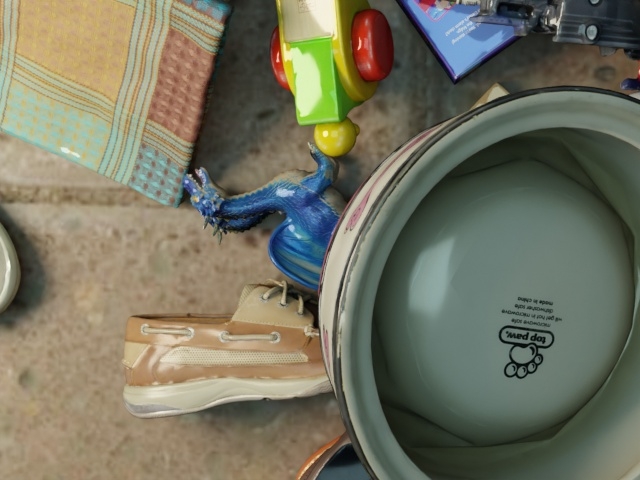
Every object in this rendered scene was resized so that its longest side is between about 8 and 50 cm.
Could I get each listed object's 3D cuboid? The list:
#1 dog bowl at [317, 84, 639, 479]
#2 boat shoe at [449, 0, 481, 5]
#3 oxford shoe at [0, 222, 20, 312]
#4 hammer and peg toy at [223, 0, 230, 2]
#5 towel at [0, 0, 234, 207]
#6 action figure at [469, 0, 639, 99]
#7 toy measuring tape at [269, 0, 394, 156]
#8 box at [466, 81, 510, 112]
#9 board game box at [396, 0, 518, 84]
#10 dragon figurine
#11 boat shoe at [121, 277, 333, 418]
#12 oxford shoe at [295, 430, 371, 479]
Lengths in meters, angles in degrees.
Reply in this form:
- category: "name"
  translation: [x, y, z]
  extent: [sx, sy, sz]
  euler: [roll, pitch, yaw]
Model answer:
- category: "dog bowl"
  translation: [0.179, 0.062, 1.050]
  extent: [0.407, 0.150, 0.408]
  euler: [-4, 101, -19]
- category: "boat shoe"
  translation: [0.134, -0.329, 1.059]
  extent: [0.070, 0.078, 0.220]
  euler: [11, 96, 3]
- category: "oxford shoe"
  translation: [-0.510, -0.061, 1.186]
  extent: [0.449, 0.130, 0.169]
  euler: [38, 94, 1]
- category: "hammer and peg toy"
  translation: [-0.204, -0.340, 1.142]
  extent: [0.361, 0.127, 0.266]
  euler: [41, 96, 2]
- category: "towel"
  translation: [-0.279, -0.194, 1.122]
  extent: [0.370, 0.040, 0.271]
  euler: [24, 137, 3]
- category: "action figure"
  translation: [0.318, -0.234, 1.018]
  extent: [0.341, 0.178, 0.330]
  euler: [-6, 112, -16]
- category: "toy measuring tape"
  translation: [0.006, -0.246, 1.114]
  extent: [0.121, 0.121, 0.330]
  euler: [-5, 95, 5]
- category: "box"
  translation: [0.194, -0.035, 1.176]
  extent: [0.201, 0.021, 0.164]
  euler: [45, 96, 2]
- category: "board game box"
  translation: [0.207, -0.349, 1.130]
  extent: [0.347, 0.078, 0.233]
  euler: [-35, 90, 6]
- category: "dragon figurine"
  translation: [0.000, 0.000, 1.162]
  extent: [0.289, 0.085, 0.144]
  euler: [39, 96, 1]
- category: "boat shoe"
  translation: [-0.048, 0.097, 1.158]
  extent: [0.324, 0.123, 0.117]
  euler: [-10, 90, 4]
- category: "oxford shoe"
  translation: [0.083, 0.195, 1.158]
  extent: [0.097, 0.098, 0.271]
  euler: [44, 95, 2]
